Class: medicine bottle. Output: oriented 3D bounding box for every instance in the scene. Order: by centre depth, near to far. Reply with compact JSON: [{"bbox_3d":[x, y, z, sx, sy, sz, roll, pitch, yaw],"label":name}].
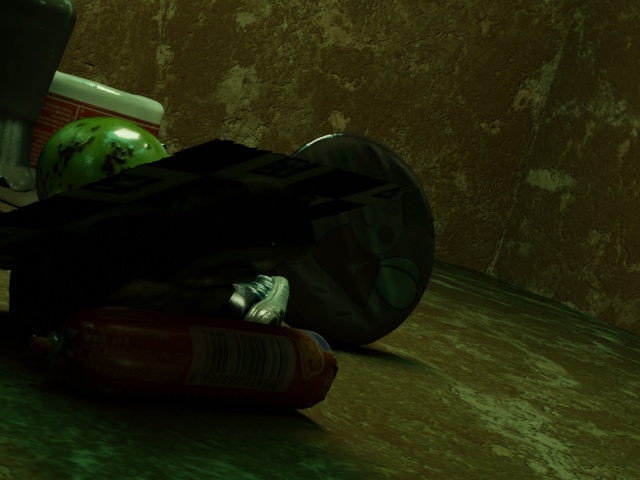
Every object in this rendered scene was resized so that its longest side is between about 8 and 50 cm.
[{"bbox_3d":[-0.427,-0.164,1.859,0.253,0.240,0.252,17,3,-1],"label":"medicine bottle"}]

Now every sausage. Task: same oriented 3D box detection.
[{"bbox_3d":[-0.108,0.096,0.851,0.274,0.074,0.074,11,7,-44],"label":"sausage"}]

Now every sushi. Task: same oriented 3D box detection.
[{"bbox_3d":[-0.133,0.034,0.886,0.373,0.099,0.296,-15,-12,30],"label":"sushi"}]

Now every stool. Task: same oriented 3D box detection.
[{"bbox_3d":[0.000,0.000,1.391,0.272,0.272,0.178,14,-10,-34],"label":"stool"}]

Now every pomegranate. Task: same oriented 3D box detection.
[{"bbox_3d":[-0.304,-0.054,1.416,0.263,0.211,0.211,-39,38,-27],"label":"pomegranate"}]

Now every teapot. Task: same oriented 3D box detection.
[{"bbox_3d":[-0.553,-0.239,1.582,0.376,0.361,0.306,5,-1,45],"label":"teapot"}]

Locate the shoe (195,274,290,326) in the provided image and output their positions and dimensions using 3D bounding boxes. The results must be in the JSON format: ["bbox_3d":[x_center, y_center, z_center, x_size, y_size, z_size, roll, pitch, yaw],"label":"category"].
[{"bbox_3d":[-0.091,0.073,1.053,0.106,0.091,0.207,22,8,1],"label":"shoe"}]
